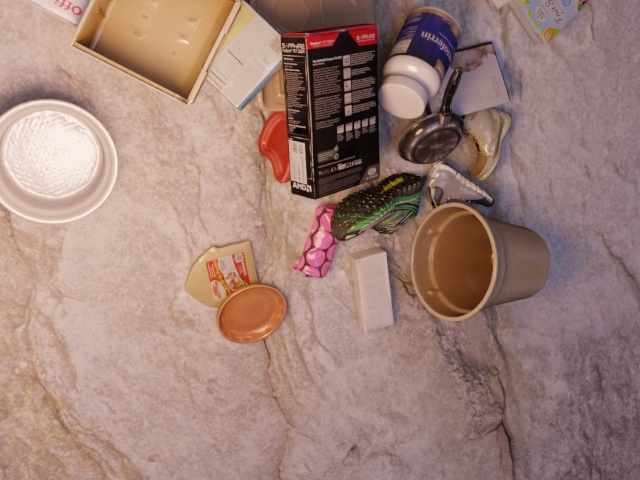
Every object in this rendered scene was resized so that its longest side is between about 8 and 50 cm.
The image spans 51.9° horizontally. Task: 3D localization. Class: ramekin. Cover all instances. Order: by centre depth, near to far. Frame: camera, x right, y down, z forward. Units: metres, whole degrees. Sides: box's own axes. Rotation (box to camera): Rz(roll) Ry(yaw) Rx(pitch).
[{"bbox_3d":[-0.607,-0.186,1.490,0.278,0.135,0.277,-7,110,-20],"label":"ramekin"}]

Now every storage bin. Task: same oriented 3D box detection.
[{"bbox_3d":[-0.338,-0.459,1.390,0.261,0.123,0.262,27,94,-9],"label":"storage bin"}]

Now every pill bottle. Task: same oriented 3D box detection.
[{"bbox_3d":[0.248,-0.450,1.674,0.153,0.153,0.264,37,65,-27],"label":"pill bottle"}]

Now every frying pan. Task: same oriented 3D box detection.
[{"bbox_3d":[0.342,-0.313,1.773,0.197,0.053,0.326,3,142,-37],"label":"frying pan"}]

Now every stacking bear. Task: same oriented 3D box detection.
[{"bbox_3d":[0.015,-0.251,1.702,0.289,0.175,0.164,-3,134,-32],"label":"stacking bear"}]

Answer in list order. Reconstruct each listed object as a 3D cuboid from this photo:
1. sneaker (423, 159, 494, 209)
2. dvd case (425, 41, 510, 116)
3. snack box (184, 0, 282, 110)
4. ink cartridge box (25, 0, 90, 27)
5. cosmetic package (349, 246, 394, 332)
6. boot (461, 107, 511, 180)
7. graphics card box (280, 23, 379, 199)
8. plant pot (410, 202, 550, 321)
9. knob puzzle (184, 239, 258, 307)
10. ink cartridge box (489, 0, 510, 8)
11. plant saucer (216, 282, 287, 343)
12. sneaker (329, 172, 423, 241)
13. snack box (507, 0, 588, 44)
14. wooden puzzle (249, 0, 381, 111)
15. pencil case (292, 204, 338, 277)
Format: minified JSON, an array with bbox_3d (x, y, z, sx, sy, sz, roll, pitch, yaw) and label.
[{"bbox_3d":[0.392,-0.130,1.936,0.229,0.086,0.132,32,99,-17],"label":"sneaker"},{"bbox_3d":[0.391,-0.438,1.822,0.253,0.022,0.180,-18,91,-15],"label":"dvd case"},{"bbox_3d":[-0.236,-0.473,1.492,0.322,0.060,0.187,44,95,1],"label":"snack box"},{"bbox_3d":[-0.533,-0.630,1.373,0.223,0.129,0.307,24,98,-27],"label":"ink cartridge box"},{"bbox_3d":[0.149,0.146,1.936,0.099,0.060,0.238,-15,112,-18],"label":"cosmetic package"},{"bbox_3d":[0.446,-0.294,1.897,0.165,0.077,0.213,18,94,-26],"label":"boot"},{"bbox_3d":[0.031,-0.300,1.527,0.233,0.094,0.370,-23,118,-40],"label":"graphics card box"},{"bbox_3d":[0.486,0.066,1.923,0.306,0.334,0.333,3,106,-34],"label":"plant pot"},{"bbox_3d":[-0.271,0.098,1.772,0.213,0.030,0.213,-8,115,-18],"label":"knob puzzle"},{"bbox_3d":[0.529,-0.813,1.630,0.385,0.160,0.279,-29,118,20],"label":"ink cartridge box"},{"bbox_3d":[-0.192,0.196,1.812,0.200,0.037,0.199,-13,126,-19],"label":"plant saucer"},{"bbox_3d":[0.167,-0.066,1.789,0.344,0.134,0.146,-26,121,-37],"label":"sneaker"},{"bbox_3d":[0.646,-0.687,1.848,0.207,0.070,0.174,-47,118,1],"label":"snack box"},{"bbox_3d":[-0.015,-0.480,1.624,0.348,0.080,0.321,-6,94,-26],"label":"wooden puzzle"},{"bbox_3d":[0.000,0.000,1.817,0.098,0.095,0.209,18,98,-10],"label":"pencil case"}]
